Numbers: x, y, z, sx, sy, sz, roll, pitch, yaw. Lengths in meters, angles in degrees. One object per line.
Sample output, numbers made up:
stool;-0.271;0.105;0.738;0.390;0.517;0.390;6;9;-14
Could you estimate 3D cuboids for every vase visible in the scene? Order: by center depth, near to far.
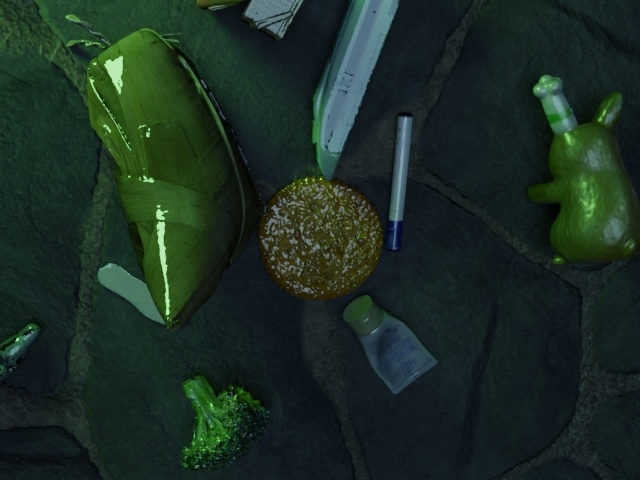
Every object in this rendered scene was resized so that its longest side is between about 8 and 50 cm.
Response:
vase;-0.622;0.239;1.610;0.211;0.060;0.060;-44;104;6

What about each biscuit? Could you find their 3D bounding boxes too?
biscuit;0.000;0.000;1.619;0.254;0.035;0.254;-1;105;-5

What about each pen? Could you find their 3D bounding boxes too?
pen;0.151;-0.112;1.606;0.033;0.033;0.269;2;104;-6

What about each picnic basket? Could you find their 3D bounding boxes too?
picnic basket;-0.070;-0.433;1.458;0.079;0.115;0.164;29;100;-10

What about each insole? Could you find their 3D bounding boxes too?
insole;-0.349;0.109;1.631;0.197;0.004;0.065;33;100;-12

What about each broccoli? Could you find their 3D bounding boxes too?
broccoli;-0.206;0.350;1.639;0.194;0.194;0.219;30;138;-12

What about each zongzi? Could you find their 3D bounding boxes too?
zongzi;-0.272;-0.151;1.332;0.218;0.467;0.500;-24;105;6

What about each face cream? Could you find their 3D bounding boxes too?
face cream;0.135;0.211;1.683;0.114;0.070;0.224;-38;117;5

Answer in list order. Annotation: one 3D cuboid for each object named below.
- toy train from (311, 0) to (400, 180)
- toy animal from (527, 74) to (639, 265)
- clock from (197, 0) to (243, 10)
toy train;0.050;-0.309;1.516;0.088;0.086;0.407;18;102;-11
toy animal;0.503;-0.132;1.577;0.181;0.180;0.363;-12;83;-9
clock;-0.176;-0.464;1.395;0.096;0.202;0.143;-12;105;-3
